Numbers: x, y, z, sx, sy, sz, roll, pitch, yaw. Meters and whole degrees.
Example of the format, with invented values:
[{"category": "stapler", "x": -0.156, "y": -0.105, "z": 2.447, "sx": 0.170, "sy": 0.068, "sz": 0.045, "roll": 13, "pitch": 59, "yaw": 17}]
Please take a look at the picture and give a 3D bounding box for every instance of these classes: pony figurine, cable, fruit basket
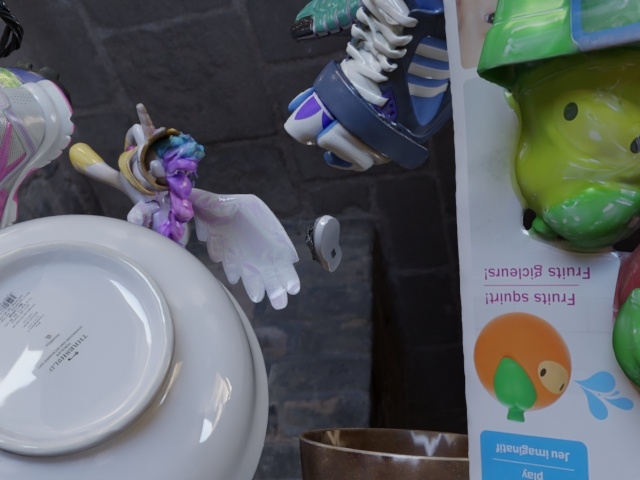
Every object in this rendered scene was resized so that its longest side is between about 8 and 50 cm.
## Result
[{"category": "pony figurine", "x": -0.240, "y": -0.024, "z": 1.093, "sx": 0.303, "sy": 0.363, "sz": 0.351, "roll": -27, "pitch": 106, "yaw": -25}, {"category": "cable", "x": -0.794, "y": -0.484, "z": 1.682, "sx": 0.184, "sy": 0.047, "sz": 0.150, "roll": -28, "pitch": 137, "yaw": -2}, {"category": "fruit basket", "x": 0.207, "y": -0.024, "z": 0.332, "sx": 0.327, "sy": 0.353, "sz": 0.165, "roll": -2, "pitch": 174, "yaw": 34}]

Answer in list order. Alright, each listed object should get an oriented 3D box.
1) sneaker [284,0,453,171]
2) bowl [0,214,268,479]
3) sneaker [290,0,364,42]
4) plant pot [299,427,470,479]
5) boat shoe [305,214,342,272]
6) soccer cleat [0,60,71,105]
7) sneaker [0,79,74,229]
[{"category": "sneaker", "x": 0.059, "y": -0.199, "z": 0.831, "sx": 0.236, "sy": 0.130, "sz": 0.323, "roll": -31, "pitch": 151, "yaw": -4}, {"category": "bowl", "x": -0.174, "y": 0.092, "z": 0.503, "sx": 0.298, "sy": 0.298, "sz": 0.134, "roll": 12, "pitch": 149, "yaw": -6}, {"category": "sneaker", "x": 0.066, "y": -0.287, "z": 0.939, "sx": 0.223, "sy": 0.083, "sz": 0.098, "roll": -13, "pitch": 138, "yaw": 35}, {"category": "plant pot", "x": 0.083, "y": 0.296, "z": 0.641, "sx": 0.215, "sy": 0.230, "sz": 0.215, "roll": 3, "pitch": 171, "yaw": 0}, {"category": "boat shoe", "x": 0.000, "y": 0.000, "z": 1.680, "sx": 0.076, "sy": 0.080, "sz": 0.228, "roll": 27, "pitch": 164, "yaw": 19}, {"category": "soccer cleat", "x": -0.482, "y": -0.189, "z": 0.978, "sx": 0.289, "sy": 0.121, "sz": 0.093, "roll": 9, "pitch": 150, "yaw": 13}, {"category": "sneaker", "x": -0.370, "y": -0.069, "z": 0.747, "sx": 0.252, "sy": 0.103, "sz": 0.111, "roll": -51, "pitch": 158, "yaw": 19}]
